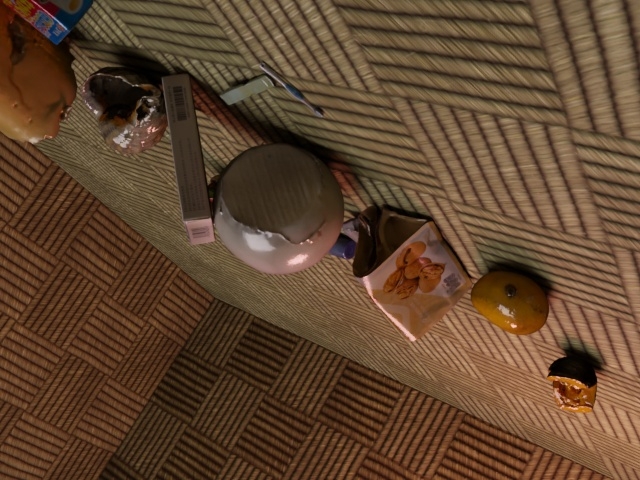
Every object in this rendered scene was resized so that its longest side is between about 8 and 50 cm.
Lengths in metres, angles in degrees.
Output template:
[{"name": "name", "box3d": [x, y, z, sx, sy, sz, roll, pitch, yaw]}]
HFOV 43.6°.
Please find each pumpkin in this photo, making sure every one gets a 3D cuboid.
[{"name": "pumpkin", "box3d": [0.646, 0.352, 2.039, 0.119, 0.107, 0.183, 14, 150, 30]}]

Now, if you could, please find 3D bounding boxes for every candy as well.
[{"name": "candy", "box3d": [-0.639, -0.554, 1.675, 0.306, 0.100, 0.157, 37, 163, -24]}]

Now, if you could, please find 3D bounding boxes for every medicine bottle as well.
[{"name": "medicine bottle", "box3d": [0.000, 0.000, 2.261, 0.231, 0.059, 0.059, 17, 159, 41]}]

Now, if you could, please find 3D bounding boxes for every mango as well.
[{"name": "mango", "box3d": [0.426, 0.144, 1.812, 0.177, 0.119, 0.317, 27, 173, 8]}]

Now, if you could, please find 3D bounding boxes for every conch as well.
[{"name": "conch", "box3d": [-0.447, -0.330, 1.923, 0.210, 0.159, 0.291, 52, 138, -8]}]

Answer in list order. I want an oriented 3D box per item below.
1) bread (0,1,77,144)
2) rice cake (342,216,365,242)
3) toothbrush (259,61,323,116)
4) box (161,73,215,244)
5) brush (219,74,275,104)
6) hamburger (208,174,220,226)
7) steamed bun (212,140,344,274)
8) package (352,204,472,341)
[{"name": "bread", "box3d": [-0.756, -0.459, 1.872, 0.361, 0.250, 0.394, 51, 177, 40]}, {"name": "rice cake", "box3d": [0.196, 0.053, 2.054, 0.365, 0.056, 0.073, 39, 158, -25]}, {"name": "toothbrush", "box3d": [-0.056, -0.290, 1.545, 0.162, 0.014, 0.017, 37, 178, -20]}, {"name": "box", "box3d": [-0.298, -0.180, 1.815, 0.065, 0.343, 0.200, -9, 166, -7]}, {"name": "brush", "box3d": [-0.145, -0.311, 1.631, 0.179, 0.030, 0.033, -8, 124, 51]}, {"name": "hamburger", "box3d": [-0.265, -0.111, 2.272, 0.175, 0.137, 0.175, 34, 167, 9]}, {"name": "steamed bun", "box3d": [-0.089, -0.053, 1.813, 0.309, 0.309, 0.309, 29, 165, 9]}, {"name": "package", "box3d": [0.194, 0.064, 1.901, 0.165, 0.221, 0.311, 46, 179, 46]}]
